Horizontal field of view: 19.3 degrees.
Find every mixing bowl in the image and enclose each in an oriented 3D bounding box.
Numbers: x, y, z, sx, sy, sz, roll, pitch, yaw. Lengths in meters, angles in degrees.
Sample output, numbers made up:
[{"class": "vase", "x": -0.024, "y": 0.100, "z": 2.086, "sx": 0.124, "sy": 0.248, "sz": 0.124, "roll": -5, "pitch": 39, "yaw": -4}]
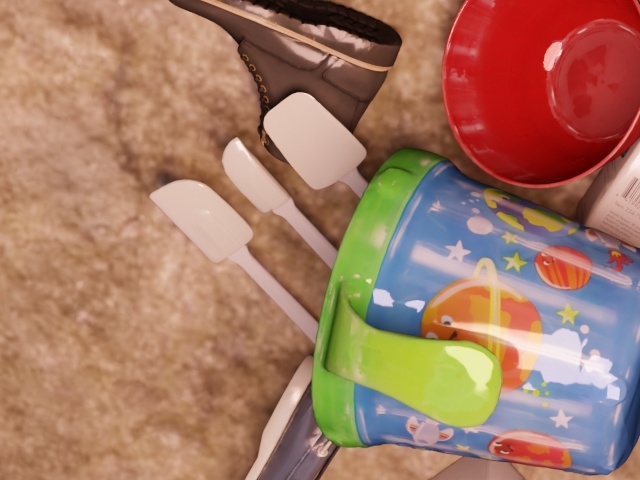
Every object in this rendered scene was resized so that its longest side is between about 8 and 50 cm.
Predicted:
[{"class": "mixing bowl", "x": 0.194, "y": -0.128, "z": 1.442, "sx": 0.181, "sy": 0.098, "sz": 0.181, "roll": -1, "pitch": 88, "yaw": 38}]

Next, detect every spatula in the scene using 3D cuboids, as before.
[{"class": "spatula", "x": 0.000, "y": 0.000, "z": 1.545, "sx": 0.168, "sy": 0.019, "sz": 0.242, "roll": -36, "pitch": 116, "yaw": 17}]

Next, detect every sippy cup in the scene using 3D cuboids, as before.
[{"class": "sippy cup", "x": 0.139, "y": 0.068, "z": 1.404, "sx": 0.224, "sy": 0.305, "sz": 0.240, "roll": 16, "pitch": 139, "yaw": 17}]

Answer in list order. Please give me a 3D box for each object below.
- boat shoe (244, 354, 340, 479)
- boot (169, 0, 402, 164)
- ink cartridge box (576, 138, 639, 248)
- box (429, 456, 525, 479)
[{"class": "boat shoe", "x": -0.028, "y": 0.222, "z": 1.624, "sx": 0.079, "sy": 0.095, "sz": 0.254, "roll": 26, "pitch": 103, "yaw": 9}, {"class": "boot", "x": -0.051, "y": -0.134, "z": 1.506, "sx": 0.198, "sy": 0.077, "sz": 0.137, "roll": 22, "pitch": 117, "yaw": 0}, {"class": "ink cartridge box", "x": 0.317, "y": -0.073, "z": 1.473, "sx": 0.134, "sy": 0.078, "sz": 0.231, "roll": 30, "pitch": 111, "yaw": -5}, {"class": "box", "x": 0.120, "y": 0.280, "z": 1.623, "sx": 0.170, "sy": 0.091, "sz": 0.130, "roll": -38, "pitch": 101, "yaw": 19}]
